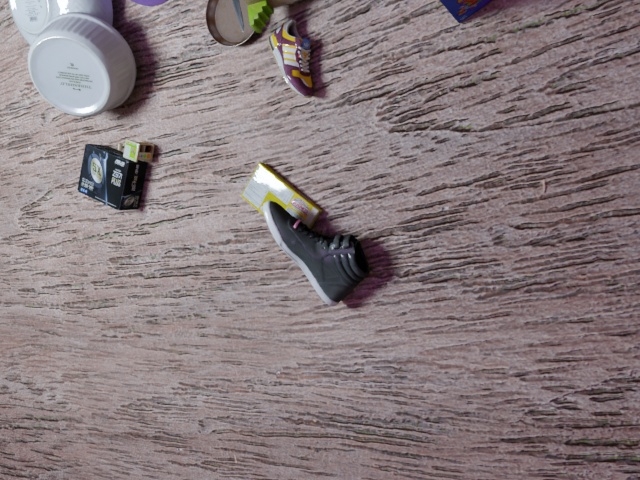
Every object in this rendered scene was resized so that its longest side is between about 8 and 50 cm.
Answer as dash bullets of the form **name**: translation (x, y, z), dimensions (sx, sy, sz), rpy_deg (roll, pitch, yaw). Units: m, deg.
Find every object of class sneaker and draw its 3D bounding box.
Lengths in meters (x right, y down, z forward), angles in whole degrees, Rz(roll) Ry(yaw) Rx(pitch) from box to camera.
- **sneaker**: translation (0.000, 0.000, 1.239), dimensions (0.147, 0.104, 0.295), rpy_deg (-35, 96, 22)
- **sneaker**: translation (-0.053, -0.425, 1.248), dimensions (0.084, 0.070, 0.185), rpy_deg (-33, 82, 32)

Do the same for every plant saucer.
- **plant saucer**: translation (-0.213, -0.568, 1.336), dimensions (0.169, 0.029, 0.168), rpy_deg (3, 96, 27)

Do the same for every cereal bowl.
- **cereal bowl**: translation (-0.758, -0.667, 1.500), dimensions (0.339, 0.141, 0.338), rpy_deg (10, 113, 24)

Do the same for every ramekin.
- **ramekin**: translation (-0.650, -0.461, 1.443), dimensions (0.273, 0.127, 0.272), rpy_deg (2, 125, 3)

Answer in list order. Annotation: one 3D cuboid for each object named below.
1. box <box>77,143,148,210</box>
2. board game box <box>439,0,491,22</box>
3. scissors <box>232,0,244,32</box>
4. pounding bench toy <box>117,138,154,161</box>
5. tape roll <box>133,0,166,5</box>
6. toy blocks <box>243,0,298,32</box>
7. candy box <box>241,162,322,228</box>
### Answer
- **box**: translation (-0.605, -0.185, 1.552), dimensions (0.180, 0.078, 0.147), rpy_deg (23, 105, 23)
- **board game box**: translation (0.189, -0.607, 1.012), dimensions (0.078, 0.233, 0.346), rpy_deg (-30, 82, 26)
- **scissors**: translation (-0.226, -0.634, 1.307), dimensions (0.109, 0.021, 0.296), rpy_deg (-4, 81, 22)
- **pounding bench toy**: translation (-0.521, -0.257, 1.508), dimensions (0.083, 0.065, 0.052), rpy_deg (21, 106, 24)
- **tape roll**: translation (-0.471, -0.774, 1.411), dimensions (0.275, 0.090, 0.274), rpy_deg (3, 97, 27)
- **toy blocks**: translation (-0.063, -0.691, 1.180), dimensions (0.261, 0.191, 0.380), rpy_deg (-9, 86, 15)
- **candy box**: translation (-0.100, -0.094, 1.333), dimensions (0.206, 0.027, 0.105), rpy_deg (40, 111, 17)
